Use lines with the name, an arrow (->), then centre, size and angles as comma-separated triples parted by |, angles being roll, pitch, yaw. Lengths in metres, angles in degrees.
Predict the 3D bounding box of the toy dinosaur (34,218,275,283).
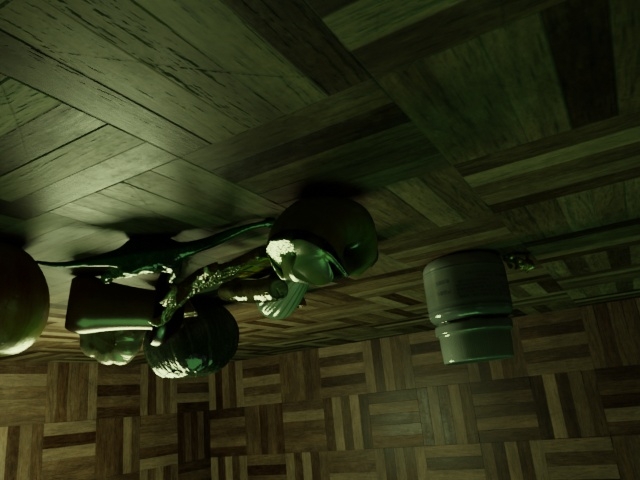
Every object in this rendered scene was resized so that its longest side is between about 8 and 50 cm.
toy dinosaur -> -0.344, 0.021, 1.123 | 0.447, 0.087, 0.301 | -2, 164, -33

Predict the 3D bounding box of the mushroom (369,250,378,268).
mushroom -> 0.053, 0.049, 1.370 | 0.209, 0.071, 0.084 | -13, -170, 31

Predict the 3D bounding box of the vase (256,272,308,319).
vase -> -0.099, 0.138, 1.520 | 0.128, 0.128, 0.248 | 3, 152, -26

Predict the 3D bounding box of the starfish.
starfish -> -0.268, 0.091, 1.223 | 0.299, 0.060, 0.302 | -42, 172, 38

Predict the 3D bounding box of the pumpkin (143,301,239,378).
pumpkin -> -0.454, 0.347, 1.852 | 0.327, 0.257, 0.291 | -8, -178, 40

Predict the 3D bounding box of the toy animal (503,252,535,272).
toy animal -> 0.610, 0.069, 1.620 | 0.083, 0.060, 0.081 | 3, -175, -34

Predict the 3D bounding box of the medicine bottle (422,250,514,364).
medicine bottle -> 0.444, 0.205, 1.582 | 0.245, 0.306, 0.245 | -5, 163, -1

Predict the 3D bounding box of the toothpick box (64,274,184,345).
toothpick box -> -0.516, 0.180, 1.425 | 0.294, 0.192, 0.192 | 9, 158, -23

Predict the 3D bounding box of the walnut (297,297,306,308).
walnut -> -0.108, 0.212, 1.857 | 0.121, 0.052, 0.091 | -5, 164, 6

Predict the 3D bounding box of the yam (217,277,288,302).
yam -> -0.200, 0.143, 1.502 | 0.067, 0.071, 0.317 | -35, -165, -34

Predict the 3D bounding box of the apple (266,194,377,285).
apple -> 0.000, 0.000, 1.026 | 0.207, 0.174, 0.188 | 8, 177, -43

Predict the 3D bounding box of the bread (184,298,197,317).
bread -> -0.461, 0.188, 1.597 | 0.192, 0.119, 0.067 | -8, 133, 3

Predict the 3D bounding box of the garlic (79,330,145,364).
garlic -> -0.685, 0.302, 1.802 | 0.218, 0.218, 0.212 | -7, -168, 4

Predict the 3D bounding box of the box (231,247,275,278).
box -> -0.164, 0.063, 1.406 | 0.121, 0.030, 0.193 | 9, 157, -39

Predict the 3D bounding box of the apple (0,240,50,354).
apple -> -0.701, 0.122, 1.088 | 0.286, 0.233, 0.286 | -6, 167, -1
